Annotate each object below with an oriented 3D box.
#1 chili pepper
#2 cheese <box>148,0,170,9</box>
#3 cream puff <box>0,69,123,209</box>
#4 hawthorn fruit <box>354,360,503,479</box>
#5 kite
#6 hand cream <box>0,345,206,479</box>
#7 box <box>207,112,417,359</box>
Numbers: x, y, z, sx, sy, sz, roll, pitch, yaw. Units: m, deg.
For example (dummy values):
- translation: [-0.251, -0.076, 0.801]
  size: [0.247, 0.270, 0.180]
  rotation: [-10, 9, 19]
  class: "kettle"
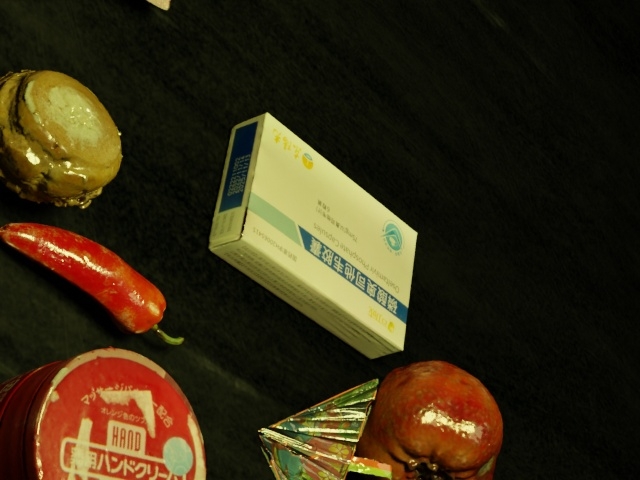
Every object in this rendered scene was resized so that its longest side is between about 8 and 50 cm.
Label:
- translation: [-0.246, 0.045, 1.490]
  size: [0.272, 0.063, 0.071]
  rotation: [40, 35, -32]
  class: "chili pepper"
- translation: [-0.219, -0.426, 1.702]
  size: [0.189, 0.074, 0.286]
  rotation: [21, 56, -47]
  class: "cheese"
- translation: [-0.297, -0.106, 1.438]
  size: [0.165, 0.115, 0.150]
  rotation: [54, 33, -9]
  class: "cream puff"
- translation: [0.151, 0.248, 1.813]
  size: [0.207, 0.207, 0.243]
  rotation: [55, 19, -22]
  class: "hawthorn fruit"
- translation: [0.003, 0.281, 1.687]
  size: [0.183, 0.014, 0.241]
  rotation: [15, 91, -11]
  class: "kite"
- translation: [-0.242, 0.228, 1.347]
  size: [0.230, 0.149, 0.230]
  rotation: [20, 63, -45]
  class: "hand cream"
- translation: [0.000, 0.000, 1.813]
  size: [0.343, 0.065, 0.200]
  rotation: [37, 50, -38]
  class: "box"
